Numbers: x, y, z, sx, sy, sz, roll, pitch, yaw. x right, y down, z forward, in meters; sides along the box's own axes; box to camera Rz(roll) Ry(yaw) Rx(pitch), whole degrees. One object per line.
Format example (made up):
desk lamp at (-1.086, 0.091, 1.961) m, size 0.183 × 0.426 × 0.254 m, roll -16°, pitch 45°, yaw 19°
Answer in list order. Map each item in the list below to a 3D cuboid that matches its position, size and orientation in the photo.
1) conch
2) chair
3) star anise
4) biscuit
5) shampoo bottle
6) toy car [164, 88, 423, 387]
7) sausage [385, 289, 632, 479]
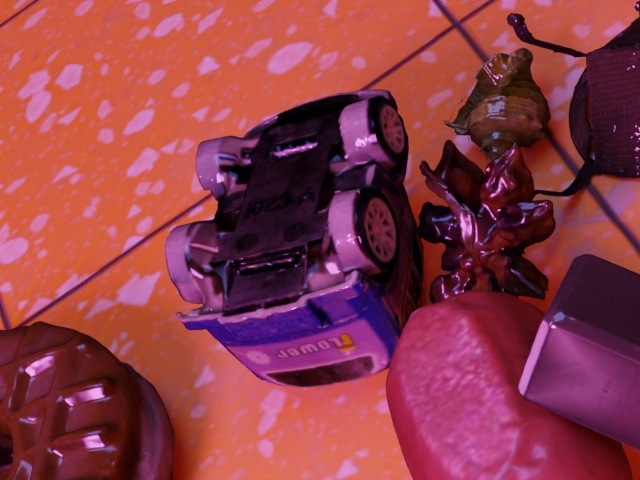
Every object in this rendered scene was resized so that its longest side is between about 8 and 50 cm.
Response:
conch at (0.144, -0.110, 1.430) m, size 0.089 × 0.074 × 0.121 m, roll -3°, pitch 54°, yaw 21°
chair at (0.248, -0.116, 1.353) m, size 0.174 × 0.149 × 0.213 m, roll -2°, pitch 11°, yaw 38°
star anise at (0.125, 0.004, 1.308) m, size 0.057 × 0.168 × 0.168 m, roll -13°, pitch 25°, yaw -35°
biscuit at (-0.266, 0.211, 1.407) m, size 0.332 × 0.103 × 0.332 m, roll -20°, pitch 42°, yaw 19°
shampoo bottle at (0.251, 0.098, 1.073) m, size 0.246 × 0.080 × 0.079 m, roll 23°, pitch 42°, yaw 11°
toy car at (0.000, 0.000, 1.367) m, size 0.172 × 0.158 × 0.235 m, roll -12°, pitch 44°, yaw 27°
sausage at (0.125, 0.131, 1.169) m, size 0.148 × 0.148 × 0.254 m, roll -33°, pitch 38°, yaw 6°
